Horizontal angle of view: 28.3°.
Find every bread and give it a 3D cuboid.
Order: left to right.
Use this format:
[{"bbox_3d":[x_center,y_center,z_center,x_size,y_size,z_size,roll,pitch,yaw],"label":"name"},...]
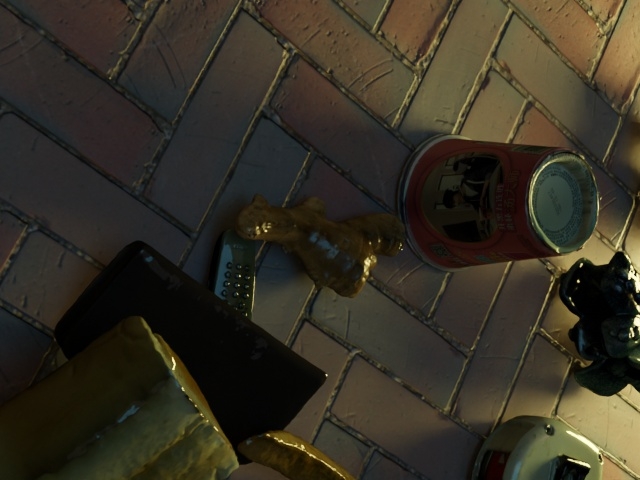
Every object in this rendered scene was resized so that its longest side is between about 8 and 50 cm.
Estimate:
[{"bbox_3d":[-0.295,0.273,1.584,0.341,0.210,0.300,-39,139,-7],"label":"bread"}]

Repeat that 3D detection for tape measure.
[{"bbox_3d":[0.362,0.419,2.121,0.243,0.125,0.246,19,80,-35],"label":"tape measure"}]

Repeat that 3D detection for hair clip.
[{"bbox_3d":[0.549,0.164,2.239,0.310,0.194,0.206,29,61,-30],"label":"hair clip"}]

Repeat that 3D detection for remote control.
[{"bbox_3d":[-0.133,0.093,1.813,0.072,0.042,0.222,10,85,-34],"label":"remote control"}]

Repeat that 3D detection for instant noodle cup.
[{"bbox_3d":[0.290,-0.059,1.994,0.244,0.255,0.244,-2,93,-38],"label":"instant noodle cup"}]

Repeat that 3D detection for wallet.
[{"bbox_3d":[-0.172,0.168,1.740,0.377,0.051,0.197,38,97,-30],"label":"wallet"}]

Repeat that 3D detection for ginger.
[{"bbox_3d":[0.000,0.000,1.884,0.333,0.081,0.148,17,80,-38],"label":"ginger"}]

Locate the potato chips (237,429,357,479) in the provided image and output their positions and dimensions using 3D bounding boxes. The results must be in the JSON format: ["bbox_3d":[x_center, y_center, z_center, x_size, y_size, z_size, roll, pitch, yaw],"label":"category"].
[{"bbox_3d":[0.007,0.358,1.870,0.057,0.080,0.407,-37,130,10],"label":"potato chips"}]
